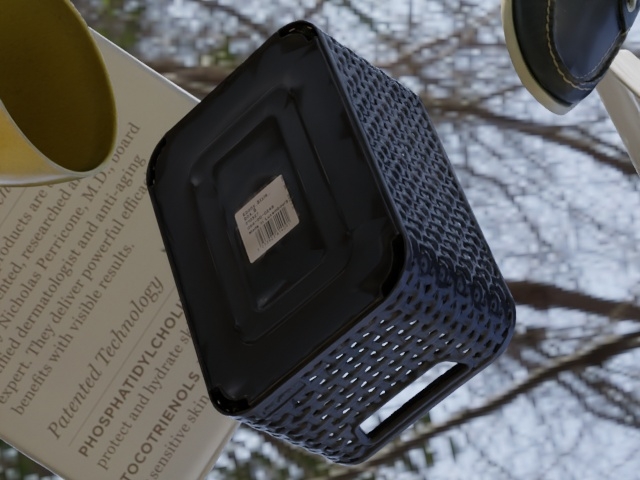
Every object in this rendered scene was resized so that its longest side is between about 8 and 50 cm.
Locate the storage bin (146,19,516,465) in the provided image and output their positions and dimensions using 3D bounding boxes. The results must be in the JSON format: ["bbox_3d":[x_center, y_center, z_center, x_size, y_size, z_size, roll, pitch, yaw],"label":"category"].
[{"bbox_3d":[0.000,0.000,0.849,0.122,0.084,0.180,-40,-135,22],"label":"storage bin"}]

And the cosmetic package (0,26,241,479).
[{"bbox_3d":[-0.214,0.000,1.592,0.327,0.393,0.329,-57,-175,0],"label":"cosmetic package"}]

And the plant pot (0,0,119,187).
[{"bbox_3d":[-0.198,-0.085,1.065,0.095,0.134,0.134,-21,-103,23],"label":"plant pot"}]

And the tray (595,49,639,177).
[{"bbox_3d":[0.270,-0.039,1.308,0.030,0.270,0.145,-36,-138,-1],"label":"tray"}]

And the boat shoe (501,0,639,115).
[{"bbox_3d":[0.190,-0.188,1.194,0.079,0.254,0.095,-21,-59,40],"label":"boat shoe"}]
